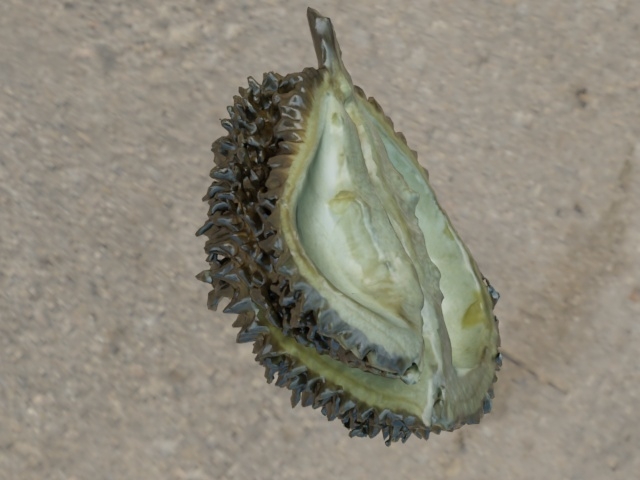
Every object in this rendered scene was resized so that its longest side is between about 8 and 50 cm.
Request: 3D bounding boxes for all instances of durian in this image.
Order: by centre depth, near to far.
[{"bbox_3d":[-0.002,0.000,0.448,0.071,0.140,0.110,-24,160,23],"label":"durian"}]
